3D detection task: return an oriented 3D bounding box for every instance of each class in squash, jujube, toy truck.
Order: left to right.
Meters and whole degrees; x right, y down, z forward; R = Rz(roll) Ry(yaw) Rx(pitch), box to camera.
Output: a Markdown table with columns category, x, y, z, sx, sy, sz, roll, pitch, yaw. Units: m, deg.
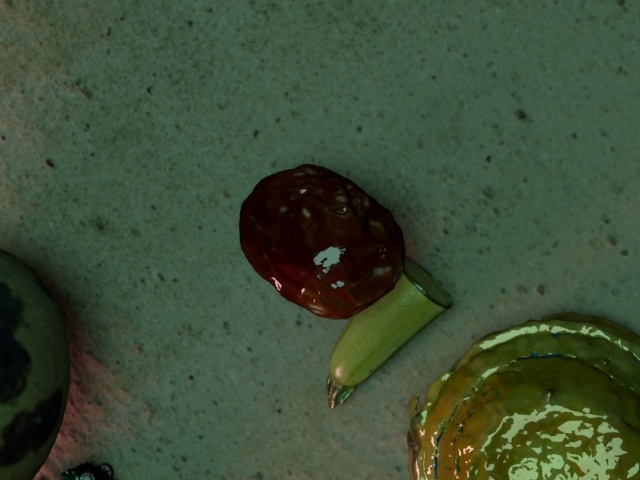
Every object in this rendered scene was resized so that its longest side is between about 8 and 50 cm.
| category | x | y | z | sx | sy | sz | roll | pitch | yaw |
| --- | --- | --- | --- | --- | --- | --- | --- | --- | --- |
| toy truck | -0.292 | 0.366 | 1.962 | 0.147 | 0.065 | 0.079 | 31 | 101 | 14 |
| jujube | 0.000 | 0.000 | 1.799 | 0.250 | 0.174 | 0.174 | 29 | 99 | 51 |
| squash | 0.073 | 0.131 | 1.853 | 0.094 | 0.094 | 0.224 | 41 | 107 | 12 |

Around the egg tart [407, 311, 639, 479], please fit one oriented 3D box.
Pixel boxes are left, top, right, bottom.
| category | x | y | z | sx | sy | sz | roll | pitch | yaw |
| --- | --- | --- | --- | --- | --- | --- | --- | --- | --- |
| egg tart | 0.286 | 0.281 | 1.749 | 0.388 | 0.169 | 0.387 | 0 | 92 | 12 |

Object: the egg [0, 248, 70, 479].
| category | x | y | z | sx | sy | sz | roll | pitch | yaw |
| --- | --- | --- | --- | --- | --- | --- | --- | --- | --- |
| egg | -0.498 | 0.187 | 1.857 | 0.345 | 0.428 | 0.345 | 11 | 128 | 14 |
